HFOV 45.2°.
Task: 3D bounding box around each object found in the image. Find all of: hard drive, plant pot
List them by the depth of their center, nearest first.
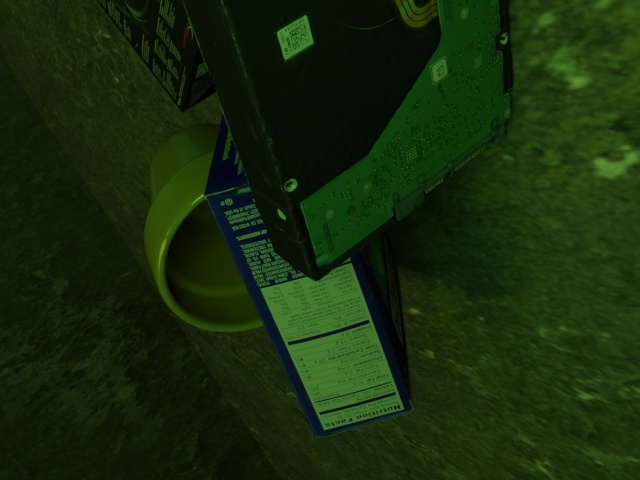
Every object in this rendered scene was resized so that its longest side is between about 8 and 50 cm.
[{"bbox_3d":[0.028,-0.162,0.531,0.064,0.237,0.338,34,152,42],"label":"hard drive"},{"bbox_3d":[-0.133,-0.041,1.079,0.239,0.254,0.254,55,166,49],"label":"plant pot"}]

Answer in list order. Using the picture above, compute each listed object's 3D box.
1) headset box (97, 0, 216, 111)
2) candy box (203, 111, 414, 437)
[{"bbox_3d":[-0.200,-0.333,0.915,0.293,0.110,0.218,52,159,4],"label":"headset box"},{"bbox_3d":[0.000,0.000,0.823,0.268,0.122,0.317,-91,-16,-55],"label":"candy box"}]
